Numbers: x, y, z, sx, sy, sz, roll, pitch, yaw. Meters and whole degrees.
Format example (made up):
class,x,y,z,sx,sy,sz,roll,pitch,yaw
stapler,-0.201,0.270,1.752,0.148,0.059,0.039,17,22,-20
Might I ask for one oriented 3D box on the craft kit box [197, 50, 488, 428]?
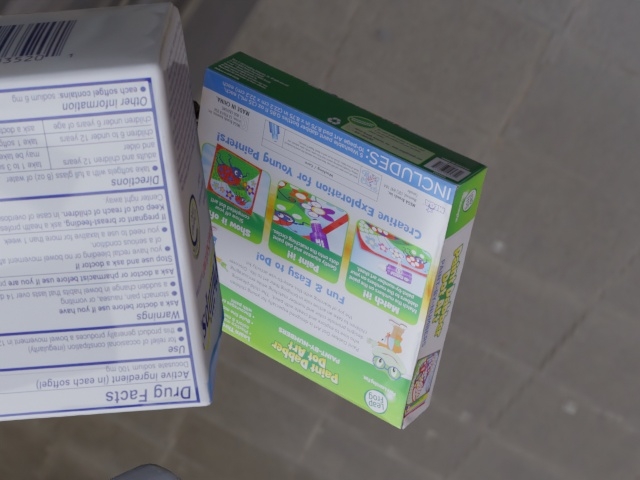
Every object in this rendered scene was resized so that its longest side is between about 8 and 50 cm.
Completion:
class,x,y,z,sx,sy,sz,roll,pitch,yaw
craft kit box,0.000,0.000,1.425,0.250,0.061,0.246,28,124,23

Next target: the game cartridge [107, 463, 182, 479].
class,x,y,z,sx,sy,sz,roll,pitch,yaw
game cartridge,-0.079,0.263,0.783,0.062,0.198,0.297,-31,82,58

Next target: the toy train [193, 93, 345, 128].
class,x,y,z,sx,sy,sz,roll,pitch,yaw
toy train,-0.055,-0.110,1.523,0.158,0.027,0.036,-3,101,-4

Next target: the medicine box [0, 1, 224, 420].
class,x,y,z,sx,sy,sz,roll,pitch,yaw
medicine box,-0.225,-0.016,1.310,0.263,0.149,0.289,-4,116,4
